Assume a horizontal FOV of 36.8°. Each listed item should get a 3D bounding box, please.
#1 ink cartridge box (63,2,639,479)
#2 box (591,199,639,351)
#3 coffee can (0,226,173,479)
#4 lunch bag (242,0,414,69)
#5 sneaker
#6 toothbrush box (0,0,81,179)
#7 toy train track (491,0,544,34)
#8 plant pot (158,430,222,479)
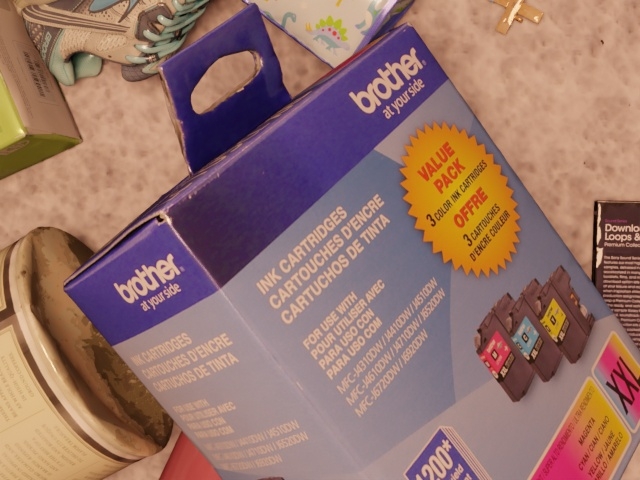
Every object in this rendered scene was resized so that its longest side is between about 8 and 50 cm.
[{"bbox_3d":[0.027,0.042,0.643,0.395,0.270,0.151,52,139,-8],"label":"ink cartridge box"},{"bbox_3d":[0.278,0.048,0.774,0.116,0.029,0.162,2,94,7],"label":"box"},{"bbox_3d":[-0.287,0.140,0.770,0.275,0.201,0.201,-28,89,8],"label":"coffee can"},{"bbox_3d":[0.018,-0.224,0.762,0.129,0.096,0.151,38,92,4],"label":"lunch bag"},{"bbox_3d":[-0.126,-0.195,0.758,0.283,0.110,0.122,-7,105,38],"label":"sneaker"},{"bbox_3d":[-0.381,-0.123,0.810,0.283,0.122,0.206,-24,90,8],"label":"toothbrush box"},{"bbox_3d":[0.144,-0.200,0.788,0.083,0.014,0.048,31,104,11],"label":"toy train track"},{"bbox_3d":[-0.048,0.208,0.756,0.201,0.201,0.180,12,78,7],"label":"plant pot"}]
